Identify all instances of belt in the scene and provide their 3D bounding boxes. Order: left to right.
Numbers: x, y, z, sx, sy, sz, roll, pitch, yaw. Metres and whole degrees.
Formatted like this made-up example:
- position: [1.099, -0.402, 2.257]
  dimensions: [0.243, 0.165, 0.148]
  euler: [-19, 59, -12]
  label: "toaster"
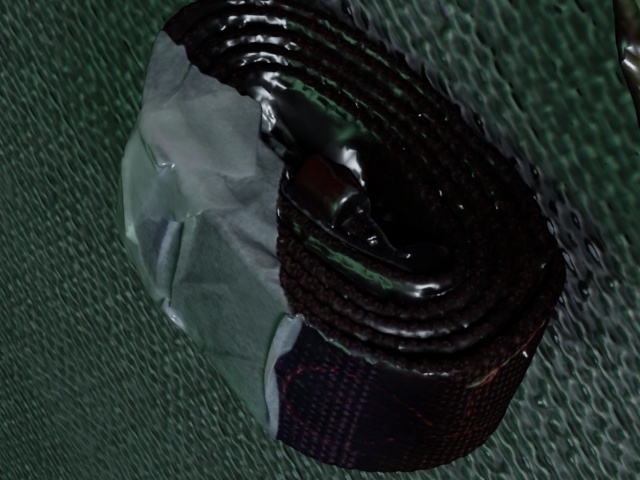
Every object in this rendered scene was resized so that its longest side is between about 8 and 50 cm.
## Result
- position: [0.000, 0.000, 0.982]
  dimensions: [0.289, 0.184, 0.164]
  euler: [48, 153, 23]
  label: "belt"

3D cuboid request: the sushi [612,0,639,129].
- position: [0.244, -0.046, 0.596]
  dimensions: [0.234, 0.207, 0.348]
  euler: [11, 134, 34]
  label: "sushi"
